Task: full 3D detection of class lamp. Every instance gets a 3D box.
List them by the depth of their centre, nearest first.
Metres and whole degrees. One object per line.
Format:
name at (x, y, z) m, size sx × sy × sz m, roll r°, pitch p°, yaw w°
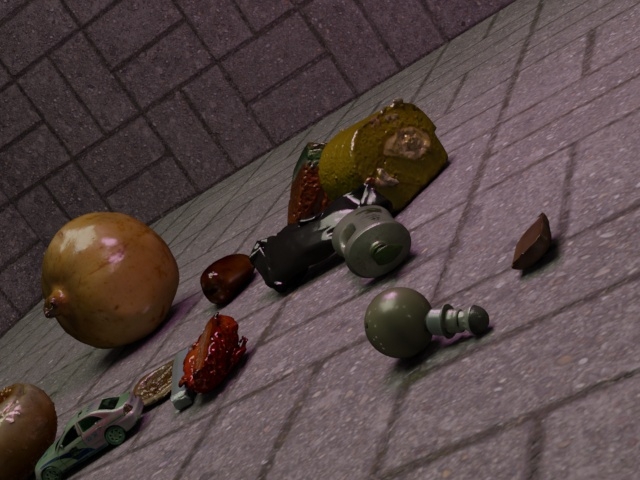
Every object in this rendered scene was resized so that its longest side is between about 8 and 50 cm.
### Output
lamp at (0.135, 0.100, 1.285) m, size 0.163 × 0.091 × 0.091 m, roll -7°, pitch 26°, yaw 35°

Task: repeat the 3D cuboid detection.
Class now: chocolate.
chocolate at (0.281, 0.006, 1.354) m, size 0.064 × 0.031 × 0.100 m, roll -49°, pitch 2°, yaw 22°

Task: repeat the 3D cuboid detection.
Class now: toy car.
toy car at (-0.412, 0.341, 1.808) m, size 0.224 × 0.076 × 0.090 m, roll -33°, pitch 14°, yaw 7°

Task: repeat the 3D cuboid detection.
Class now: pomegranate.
pomegranate at (-0.513, 0.097, 2.420) m, size 0.343 × 0.342 × 0.342 m, roll -33°, pitch 12°, yaw 8°

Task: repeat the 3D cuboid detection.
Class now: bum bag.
bum bag at (0.000, 0.000, 1.971) m, size 0.326 × 0.080 × 0.142 m, roll -27°, pitch 50°, yaw 27°

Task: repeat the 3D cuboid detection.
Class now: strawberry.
strawberry at (-0.181, 0.203, 1.747) m, size 0.121 × 0.082 × 0.188 m, roll -51°, pitch 14°, yaw 24°

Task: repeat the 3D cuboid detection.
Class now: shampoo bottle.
shampoo bottle at (0.088, 0.004, 1.738) m, size 0.118 × 0.087 × 0.234 m, roll -32°, pitch 12°, yaw 0°

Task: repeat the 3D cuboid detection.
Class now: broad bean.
broad bean at (-0.202, 0.077, 2.258) m, size 0.114 × 0.084 × 0.165 m, roll -6°, pitch 20°, yaw 33°

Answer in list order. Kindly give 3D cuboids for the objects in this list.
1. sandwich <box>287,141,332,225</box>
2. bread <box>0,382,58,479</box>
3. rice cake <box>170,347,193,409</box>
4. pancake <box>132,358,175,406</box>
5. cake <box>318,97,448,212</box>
sandwich at (-0.008, -0.116, 2.275) m, size 0.292 × 0.109 × 0.212 m, roll -115°, pitch 44°, yaw -81°
bread at (-0.630, 0.403, 1.955) m, size 0.306 × 0.158 × 0.305 m, roll -30°, pitch 15°, yaw 9°
rice cake at (-0.235, 0.238, 1.794) m, size 0.042 × 0.030 × 0.180 m, roll -24°, pitch 20°, yaw 2°
pancake at (-0.289, 0.260, 1.900) m, size 0.152 × 0.025 × 0.151 m, roll -26°, pitch 15°, yaw 8°
cake at (0.126, -0.165, 2.070) m, size 0.156 × 0.179 × 0.260 m, roll -17°, pitch 22°, yaw 51°
